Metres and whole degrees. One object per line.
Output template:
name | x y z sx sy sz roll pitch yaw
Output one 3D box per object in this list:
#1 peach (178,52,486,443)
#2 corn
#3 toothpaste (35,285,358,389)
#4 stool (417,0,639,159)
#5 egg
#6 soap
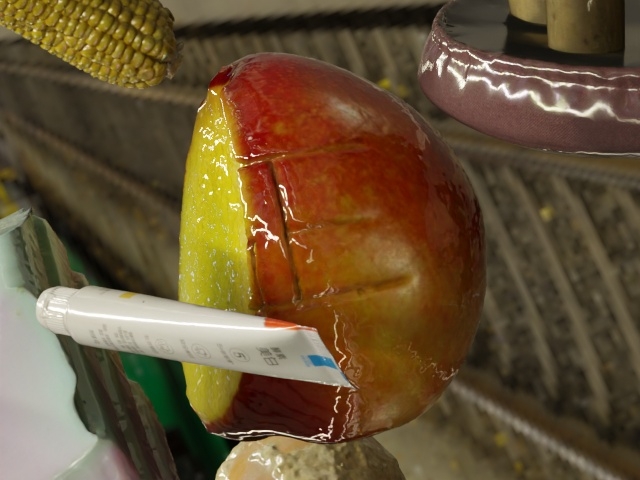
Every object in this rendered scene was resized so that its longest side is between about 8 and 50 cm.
peach | 0.000 0.000 1.312 0.249 0.245 0.274 4 106 47
corn | -0.205 -0.185 1.389 0.238 0.080 0.080 27 -173 -23
toothpaste | -0.066 0.045 0.910 0.190 0.031 0.048 7 143 37
stool | 0.198 -0.164 1.128 0.272 0.272 0.178 -133 42 -63
egg | -0.006 0.276 1.742 0.203 0.203 0.245 -127 27 -55
soap | -0.175 0.100 1.138 0.193 0.109 0.324 60 180 -28
